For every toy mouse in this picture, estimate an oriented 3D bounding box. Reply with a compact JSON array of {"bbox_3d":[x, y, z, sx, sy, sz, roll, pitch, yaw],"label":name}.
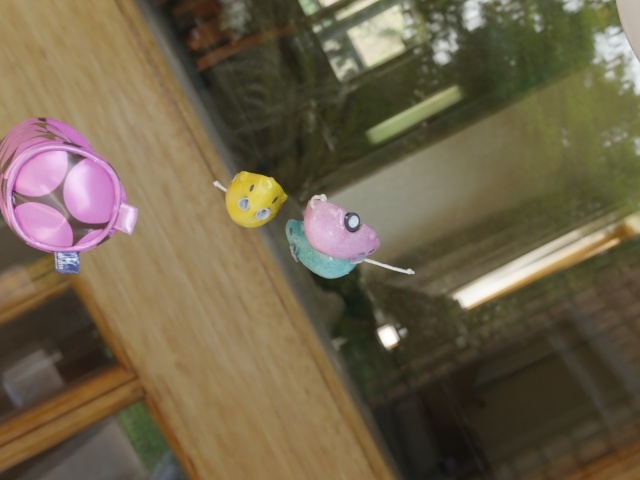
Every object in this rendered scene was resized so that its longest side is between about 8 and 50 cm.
[{"bbox_3d":[0.000,0.000,0.800,0.143,0.031,0.161,31,-13,-16],"label":"toy mouse"}]

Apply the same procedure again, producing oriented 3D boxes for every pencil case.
[{"bbox_3d":[-0.208,-0.045,0.921,0.209,0.098,0.095,-141,-118,-68],"label":"pencil case"}]

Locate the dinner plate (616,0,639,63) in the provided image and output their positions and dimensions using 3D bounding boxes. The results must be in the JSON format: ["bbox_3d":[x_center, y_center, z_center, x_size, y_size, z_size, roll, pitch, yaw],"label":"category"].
[{"bbox_3d":[0.188,-0.117,0.502,0.017,0.141,0.141,-16,76,-46],"label":"dinner plate"}]
